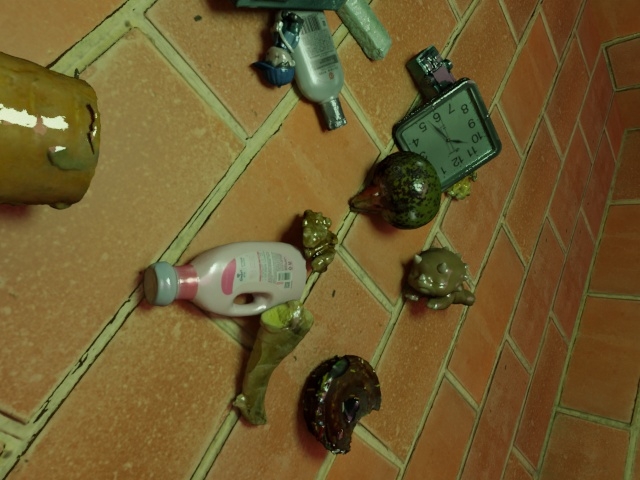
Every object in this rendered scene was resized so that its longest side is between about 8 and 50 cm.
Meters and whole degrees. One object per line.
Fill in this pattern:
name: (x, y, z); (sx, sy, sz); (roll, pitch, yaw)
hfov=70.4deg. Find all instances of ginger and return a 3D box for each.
ginger: (-0.102, 0.258, 0.968); (0.131, 0.086, 0.295); (10, 103, -50)

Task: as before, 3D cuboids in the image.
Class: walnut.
walnut: (0.000, 0.000, 1.044); (0.170, 0.068, 0.143); (-81, 152, -66)

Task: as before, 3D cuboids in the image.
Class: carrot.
carrot: (-0.478, -0.142, 0.552); (0.340, 0.224, 0.225); (-1, 91, -48)

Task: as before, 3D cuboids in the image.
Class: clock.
clock: (0.385, -0.307, 1.374); (0.273, 0.049, 0.279); (-33, 120, 7)

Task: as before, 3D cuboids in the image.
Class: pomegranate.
pomegranate: (0.197, -0.128, 1.218); (0.247, 0.214, 0.215); (-13, 101, -4)

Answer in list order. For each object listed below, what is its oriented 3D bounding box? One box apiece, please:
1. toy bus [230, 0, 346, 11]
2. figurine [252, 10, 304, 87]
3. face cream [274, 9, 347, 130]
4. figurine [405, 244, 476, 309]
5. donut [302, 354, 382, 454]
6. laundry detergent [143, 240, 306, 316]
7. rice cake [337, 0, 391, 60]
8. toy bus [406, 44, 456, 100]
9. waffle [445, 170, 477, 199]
toy bus: (-0.069, -0.591, 0.928); (0.323, 0.162, 0.194); (-23, 78, -39)
figurine: (-0.086, -0.416, 0.992); (0.087, 0.086, 0.149); (5, 110, -61)
face cream: (-0.005, -0.411, 1.085); (0.143, 0.070, 0.292); (-36, 112, -34)
figurine: (0.364, 0.102, 1.361); (0.247, 0.177, 0.173); (5, 105, -32)
donut: (0.045, 0.392, 1.118); (0.230, 0.095, 0.216); (-52, 120, -30)
laundry detergent: (-0.179, 0.080, 0.915); (0.334, 0.087, 0.159); (-1, 97, -42)
rice cake: (0.115, -0.572, 1.204); (0.206, 0.063, 0.069); (39, 71, -35)
toy bus: (0.373, -0.463, 1.389); (0.091, 0.109, 0.262); (-42, 111, -7)
waffle: (0.461, -0.269, 1.534); (0.249, 0.056, 0.262); (-3, 93, -43)
